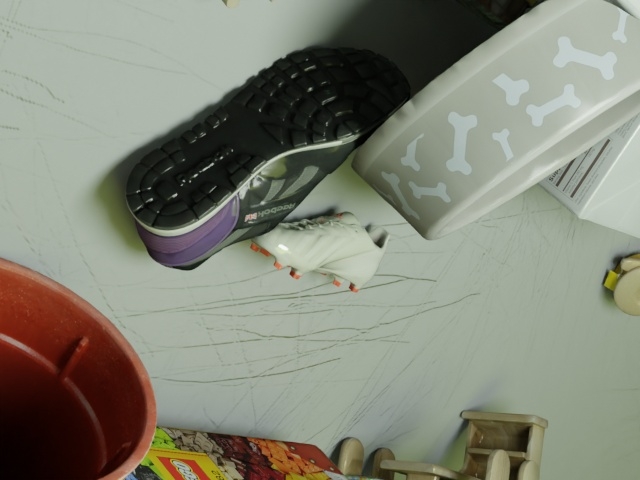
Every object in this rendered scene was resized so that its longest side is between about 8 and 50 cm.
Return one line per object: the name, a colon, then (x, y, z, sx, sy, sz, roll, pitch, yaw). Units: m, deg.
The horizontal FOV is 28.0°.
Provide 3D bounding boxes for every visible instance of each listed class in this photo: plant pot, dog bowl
plant pot: (-0.314, 0.192, 1.052, 0.272, 0.272, 0.265, 5, 128, -43)
dog bowl: (0.200, -0.123, 1.193, 0.348, 0.102, 0.349, -32, 173, -4)

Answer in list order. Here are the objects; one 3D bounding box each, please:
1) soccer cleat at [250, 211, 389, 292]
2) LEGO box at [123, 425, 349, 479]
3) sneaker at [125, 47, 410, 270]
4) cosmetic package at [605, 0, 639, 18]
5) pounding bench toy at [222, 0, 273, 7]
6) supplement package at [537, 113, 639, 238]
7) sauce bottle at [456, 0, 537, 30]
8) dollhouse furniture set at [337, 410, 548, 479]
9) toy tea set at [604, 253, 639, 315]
soccer cleat: (0.000, 0.000, 1.296, 0.196, 0.068, 0.076, 17, 106, -55)
LEGO box: (-0.192, 0.441, 1.304, 0.372, 0.193, 0.500, 17, 110, -49)
sneaker: (-0.046, -0.074, 1.182, 0.283, 0.107, 0.124, -30, 153, -13)
cosmetic package: (0.114, -0.345, 0.918, 0.385, 0.217, 0.156, 32, 100, -38)
pounding bench toy: (-0.053, -0.236, 1.051, 0.083, 0.052, 0.065, -35, 139, -12)
supplement package: (0.361, -0.151, 1.411, 0.204, 0.145, 0.262, 15, 113, -46)
sauce bottle: (0.237, -0.351, 1.158, 0.344, 0.111, 0.111, -50, 141, 9)
dollhouse furniture set: (0.173, 0.277, 1.587, 0.242, 0.212, 0.161, 27, 67, -50)
toy tea set: (0.501, -0.048, 1.680, 0.200, 0.124, 0.336, 8, 126, -10)
